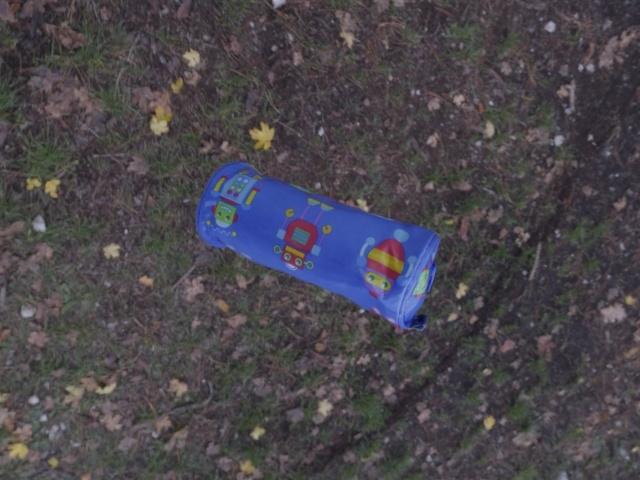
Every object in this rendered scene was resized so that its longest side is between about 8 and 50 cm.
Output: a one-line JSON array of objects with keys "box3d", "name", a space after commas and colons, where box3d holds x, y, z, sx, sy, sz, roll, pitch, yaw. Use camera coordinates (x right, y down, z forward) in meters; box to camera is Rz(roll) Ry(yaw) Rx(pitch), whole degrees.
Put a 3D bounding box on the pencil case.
[{"box3d": [0.000, 0.000, 0.689, 0.133, 0.306, 0.119, -3, 113, -66], "name": "pencil case"}]
